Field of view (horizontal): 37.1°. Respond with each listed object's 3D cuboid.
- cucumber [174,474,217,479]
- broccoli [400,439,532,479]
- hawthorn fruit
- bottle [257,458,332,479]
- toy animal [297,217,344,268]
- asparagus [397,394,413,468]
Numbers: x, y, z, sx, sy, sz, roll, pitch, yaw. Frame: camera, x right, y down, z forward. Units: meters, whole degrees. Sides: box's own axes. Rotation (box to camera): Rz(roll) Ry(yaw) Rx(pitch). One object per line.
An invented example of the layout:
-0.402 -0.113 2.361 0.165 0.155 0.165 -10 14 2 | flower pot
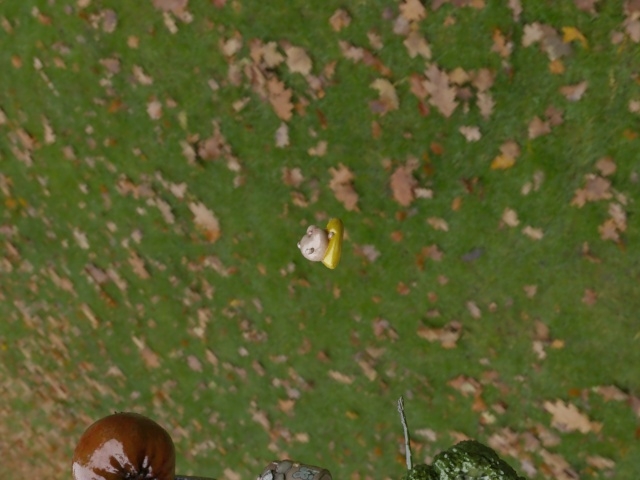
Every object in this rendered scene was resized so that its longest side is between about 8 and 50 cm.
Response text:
-0.308 0.604 2.347 0.220 0.070 0.046 -3 85 37 | cucumber
0.319 0.548 1.896 0.302 0.254 0.186 53 152 31 | broccoli
-0.424 0.461 2.012 0.224 0.224 0.261 60 163 -23 | hawthorn fruit
-0.061 0.500 1.963 0.152 0.099 0.099 9 136 27 | bottle
0.000 0.000 1.729 0.082 0.091 0.114 8 -176 1 | toy animal
0.166 0.378 1.869 0.016 0.016 0.163 -115 14 -71 | asparagus
